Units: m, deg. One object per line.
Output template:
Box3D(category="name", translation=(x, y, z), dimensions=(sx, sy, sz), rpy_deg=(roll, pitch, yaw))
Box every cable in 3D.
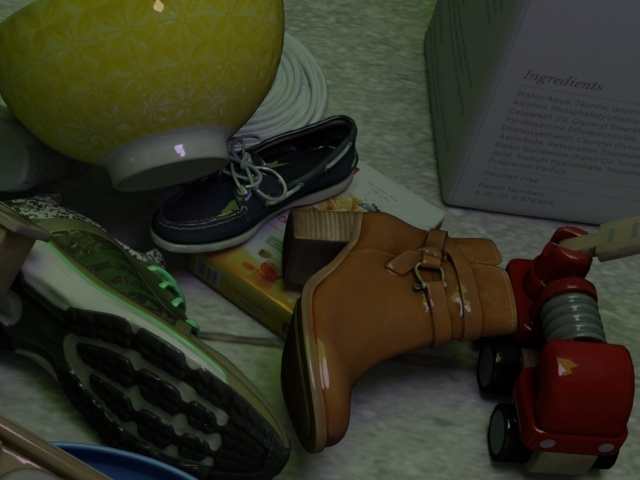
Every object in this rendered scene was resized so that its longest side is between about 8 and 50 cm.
Box3D(category="cable", translation=(-0.121, -0.169, 1.346), dimensions=(0.257, 0.089, 0.257), rpy_deg=(33, 50, 16))

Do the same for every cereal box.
Box3D(category="cereal box", translation=(0.000, 0.000, 1.250), dimensions=(0.173, 0.047, 0.240), rpy_deg=(33, 49, 17))

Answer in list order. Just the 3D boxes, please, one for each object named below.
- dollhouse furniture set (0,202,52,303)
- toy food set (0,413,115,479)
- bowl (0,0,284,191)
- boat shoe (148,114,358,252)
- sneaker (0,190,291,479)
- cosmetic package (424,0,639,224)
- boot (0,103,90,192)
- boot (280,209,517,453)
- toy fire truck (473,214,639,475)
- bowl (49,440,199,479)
Box3D(category="dollhouse furniture set", translation=(-0.336, 0.038, 0.942), dimensions=(0.101, 0.161, 0.182), rpy_deg=(29, 90, 19))
Box3D(category="toy food set", translation=(-0.236, 0.203, 0.814), dimensions=(0.306, 0.092, 0.219), rpy_deg=(34, 45, -13))
Box3D(category="bowl", translation=(-0.160, -0.136, 1.118), dimensions=(0.289, 0.289, 0.156), rpy_deg=(-12, 83, -24))
Box3D(category="boat shoe", translation=(-0.063, -0.062, 1.206), dimensions=(0.255, 0.079, 0.095), rpy_deg=(-21, 52, -28))
Box3D(category="sneaker", translation=(-0.174, 0.063, 1.091), dimensions=(0.410, 0.158, 0.182), rpy_deg=(36, 39, 14))
Box3D(category="cosmetic package", translation=(0.332, -0.263, 1.343), dimensions=(0.327, 0.393, 0.329), rpy_deg=(8, 48, -8))
Box3D(category="boot", translation=(-0.369, -0.108, 1.239), dimensions=(0.258, 0.095, 0.123), rpy_deg=(21, 13, 23))
Box3D(category="boot", translation=(0.076, 0.084, 1.104), dimensions=(0.220, 0.109, 0.283), rpy_deg=(8, 39, -9))
Box3D(category="toy fire truck", translation=(0.260, 0.077, 1.112), dimensions=(0.159, 0.246, 0.217), rpy_deg=(6, 47, -9))
Box3D(category="bowl", translation=(-0.199, 0.336, 0.871), dimensions=(0.391, 0.077, 0.391), rpy_deg=(8, 47, -9))
